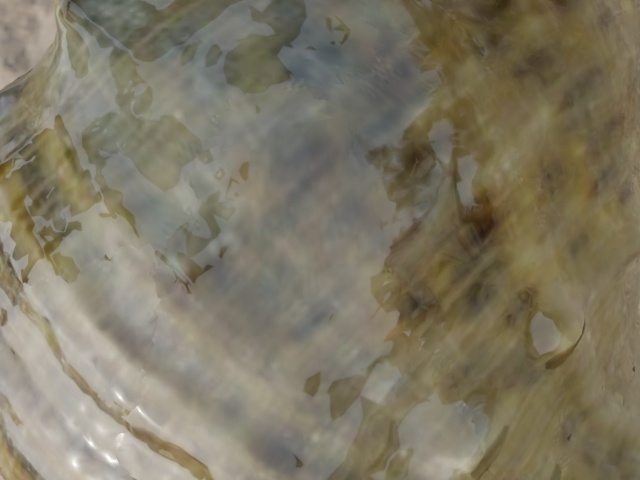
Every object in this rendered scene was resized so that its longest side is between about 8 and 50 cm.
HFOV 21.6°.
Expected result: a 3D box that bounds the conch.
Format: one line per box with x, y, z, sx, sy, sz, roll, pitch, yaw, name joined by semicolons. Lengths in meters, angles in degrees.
-0.003;-0.011;0.412;0.210;0.159;0.291;-21;58;-5;conch
